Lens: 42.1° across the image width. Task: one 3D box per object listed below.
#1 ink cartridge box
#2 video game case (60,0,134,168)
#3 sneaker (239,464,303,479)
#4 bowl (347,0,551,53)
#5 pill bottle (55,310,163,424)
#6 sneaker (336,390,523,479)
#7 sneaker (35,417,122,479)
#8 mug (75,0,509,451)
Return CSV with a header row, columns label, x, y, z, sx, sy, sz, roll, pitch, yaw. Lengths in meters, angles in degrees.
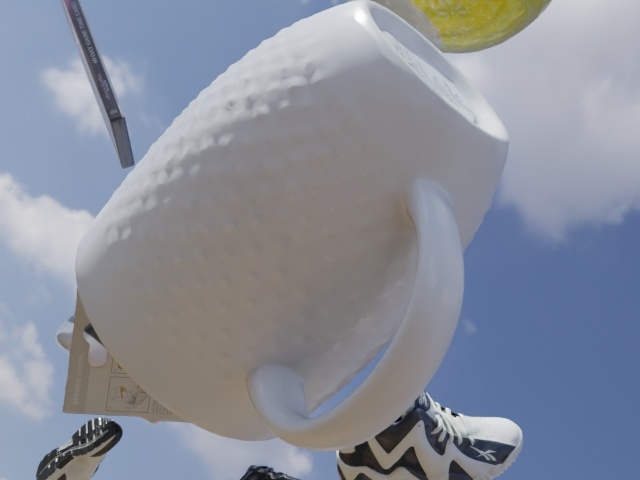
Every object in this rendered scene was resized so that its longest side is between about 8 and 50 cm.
label,x,y,z,sx,sy,sz,roll,pitch,yaw
ink cartridge box,-0.134,0.093,0.842,0.056,0.225,0.181,-127,-134,-70
video game case,-0.344,-0.265,1.259,0.196,0.026,0.274,119,-49,-73
sneaker,-0.048,0.356,1.111,0.286,0.130,0.109,-12,-38,4
bowl,0.123,-0.316,1.024,0.289,0.156,0.289,35,-4,3
pill bottle,-0.182,0.071,1.146,0.188,0.334,0.188,36,-20,15
sneaker,0.135,0.214,0.988,0.235,0.094,0.153,-3,-57,-5
sneaker,-0.236,0.217,0.842,0.109,0.040,0.044,-35,-53,20
mug,0.000,0.000,0.698,0.276,0.374,0.328,28,-62,-33
